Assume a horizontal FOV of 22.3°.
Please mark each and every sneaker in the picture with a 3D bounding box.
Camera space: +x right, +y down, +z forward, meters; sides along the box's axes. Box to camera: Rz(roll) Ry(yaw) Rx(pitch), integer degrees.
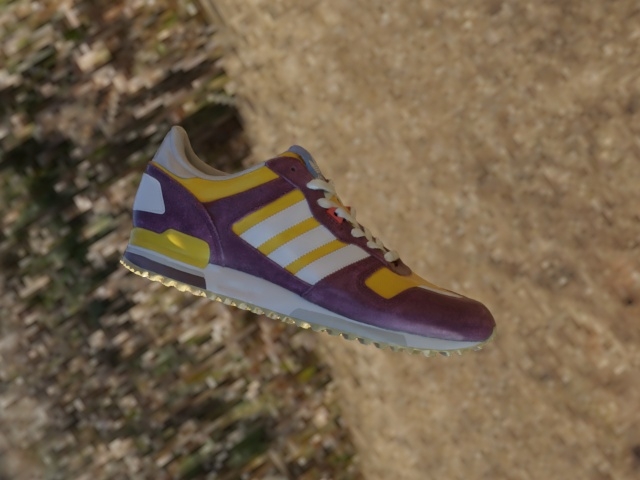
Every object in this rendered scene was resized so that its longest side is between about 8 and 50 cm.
[{"bbox_3d":[0.000,0.000,0.780,0.185,0.084,0.069,15,179,2],"label":"sneaker"}]
